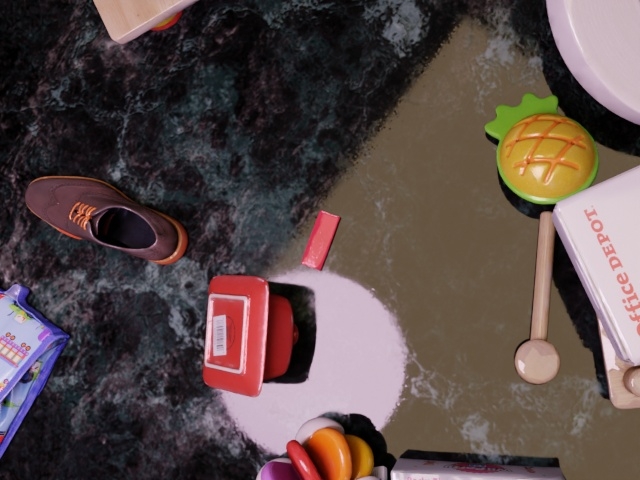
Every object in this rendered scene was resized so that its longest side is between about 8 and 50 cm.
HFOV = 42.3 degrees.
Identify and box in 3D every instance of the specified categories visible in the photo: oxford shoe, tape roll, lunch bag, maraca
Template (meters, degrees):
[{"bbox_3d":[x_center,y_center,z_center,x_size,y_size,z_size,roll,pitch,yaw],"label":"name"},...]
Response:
[{"bbox_3d":[-0.333,-0.042,1.230,0.272,0.098,0.096,17,88,13],"label":"oxford shoe"},{"bbox_3d":[0.481,-0.329,1.033,0.392,0.072,0.391,0,96,-3],"label":"tape roll"},{"bbox_3d":[-0.542,0.188,1.251,0.221,0.138,0.293,30,82,16],"label":"lunch bag"},{"bbox_3d":[0.294,-0.125,1.105,0.127,0.099,0.185,-22,55,4],"label":"maraca"}]

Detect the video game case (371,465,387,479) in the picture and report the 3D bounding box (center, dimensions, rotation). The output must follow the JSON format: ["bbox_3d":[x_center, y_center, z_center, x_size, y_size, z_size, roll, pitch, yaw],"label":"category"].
[{"bbox_3d":[0.051,0.371,1.112,0.087,0.011,0.122,-18,54,30],"label":"video game case"}]

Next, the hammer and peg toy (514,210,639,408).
[{"bbox_3d":[0.419,0.072,1.038,0.362,0.127,0.265,-7,83,12],"label":"hammer and peg toy"}]

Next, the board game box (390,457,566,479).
[{"bbox_3d":[0.203,0.447,1.067,0.224,0.097,0.303,1,86,12],"label":"board game box"}]

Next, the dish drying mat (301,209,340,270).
[{"bbox_3d":[0.000,0.000,1.200,0.032,0.008,0.083,20,88,13],"label":"dish drying mat"}]

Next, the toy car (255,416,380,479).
[{"bbox_3d":[-0.019,0.323,1.087,0.182,0.136,0.159,-47,48,5],"label":"toy car"}]

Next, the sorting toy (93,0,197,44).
[{"bbox_3d":[-0.239,-0.458,1.255,0.256,0.089,0.257,-28,80,9],"label":"sorting toy"}]

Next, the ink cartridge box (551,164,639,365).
[{"bbox_3d":[0.424,-0.002,0.922,0.273,0.114,0.196,-24,79,8],"label":"ink cartridge box"}]

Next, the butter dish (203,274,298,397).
[{"bbox_3d":[-0.084,0.131,1.156,0.160,0.118,0.160,-1,85,53],"label":"butter dish"}]
